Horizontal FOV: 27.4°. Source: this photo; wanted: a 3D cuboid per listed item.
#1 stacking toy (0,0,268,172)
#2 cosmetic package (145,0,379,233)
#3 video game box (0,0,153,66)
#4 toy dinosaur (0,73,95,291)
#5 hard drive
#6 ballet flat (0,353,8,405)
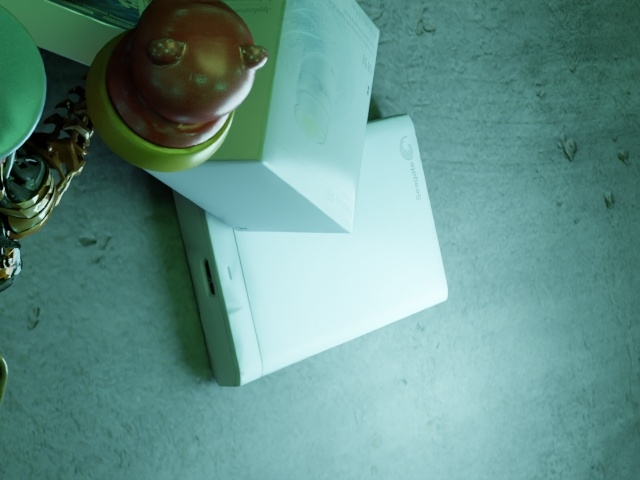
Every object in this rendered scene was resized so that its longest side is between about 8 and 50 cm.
[{"bbox_3d":[-0.205,-0.183,0.957,0.309,0.130,0.279,-12,83,-27],"label":"stacking toy"},{"bbox_3d":[-0.053,-0.142,1.249,0.224,0.138,0.225,36,61,-63],"label":"cosmetic package"},{"bbox_3d":[-0.235,-0.212,1.116,0.205,0.187,0.048,19,109,-20],"label":"video game box"},{"bbox_3d":[-0.299,-0.062,1.115,0.322,0.164,0.218,-62,139,-42],"label":"toy dinosaur"},{"bbox_3d":[0.000,0.000,1.466,0.353,0.047,0.233,-18,98,-46],"label":"hard drive"},{"bbox_3d":[-0.328,0.229,1.046,0.116,0.124,0.342,35,62,-38],"label":"ballet flat"}]
